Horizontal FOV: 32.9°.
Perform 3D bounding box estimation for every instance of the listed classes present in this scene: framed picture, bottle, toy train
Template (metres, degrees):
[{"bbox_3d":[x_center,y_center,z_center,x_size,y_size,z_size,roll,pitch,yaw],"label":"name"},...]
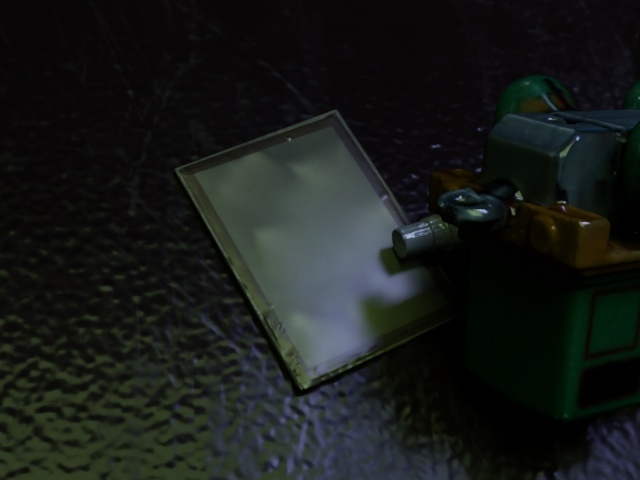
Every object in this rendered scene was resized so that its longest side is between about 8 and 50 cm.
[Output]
[{"bbox_3d":[0.000,0.000,0.933,0.173,0.010,0.231,-22,68,-23],"label":"framed picture"},{"bbox_3d":[0.164,-0.023,0.954,0.217,0.060,0.060,-16,66,-22],"label":"bottle"},{"bbox_3d":[0.266,0.000,0.872,0.429,0.249,0.178,-6,18,-32],"label":"toy train"}]
